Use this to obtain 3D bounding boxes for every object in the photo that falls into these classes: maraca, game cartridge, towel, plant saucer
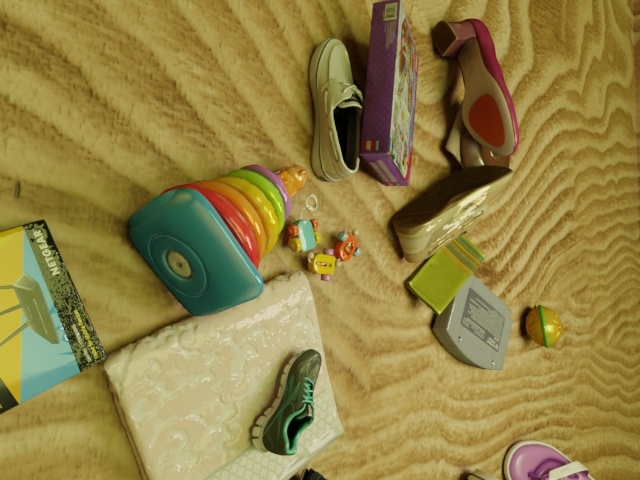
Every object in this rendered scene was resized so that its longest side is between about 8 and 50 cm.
[{"bbox_3d":[0.681,0.259,1.319,0.185,0.099,0.127,-2,86,-66],"label":"maraca"},{"bbox_3d":[0.392,0.213,1.097,0.294,0.060,0.196,36,62,-34],"label":"game cartridge"},{"bbox_3d":[0.298,0.067,1.006,0.102,0.021,0.237,43,54,12],"label":"towel"},{"bbox_3d":[0.432,-0.226,1.101,0.198,0.036,0.199,3,85,-38],"label":"plant saucer"},{"bbox_3d":[-0.114,0.245,0.657,0.331,0.053,0.317,-22,102,-40],"label":"towel"}]

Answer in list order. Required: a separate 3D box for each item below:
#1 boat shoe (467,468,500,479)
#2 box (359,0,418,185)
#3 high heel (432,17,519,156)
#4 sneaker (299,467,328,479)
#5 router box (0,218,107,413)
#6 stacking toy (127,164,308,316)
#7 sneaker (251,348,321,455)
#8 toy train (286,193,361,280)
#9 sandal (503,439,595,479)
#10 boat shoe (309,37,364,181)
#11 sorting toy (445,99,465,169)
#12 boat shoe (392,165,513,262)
[{"bbox_3d":[0.509,0.769,1.092,0.500,0.186,0.156,47,65,-23],"label":"boat shoe"},{"bbox_3d":[0.141,-0.274,0.846,0.201,0.057,0.293,24,70,-66],"label":"box"},{"bbox_3d":[0.420,-0.382,1.050,0.181,0.127,0.377,-14,80,-32],"label":"high heel"},{"bbox_3d":[-0.059,0.432,0.659,0.226,0.086,0.163,40,73,-45],"label":"sneaker"},{"bbox_3d":[-0.339,0.083,0.472,0.133,0.046,0.179,-28,106,-38],"label":"router box"},{"bbox_3d":[-0.103,-0.046,0.630,0.166,0.175,0.302,57,42,-13],"label":"stacking toy"},{"bbox_3d":[-0.031,0.244,0.645,0.065,0.076,0.166,45,60,-33],"label":"sneaker"},{"bbox_3d":[0.000,0.000,0.774,0.166,0.046,0.125,44,60,-34],"label":"toy train"},{"bbox_3d":[0.712,0.698,1.227,0.416,0.102,0.169,29,66,-10],"label":"sandal"},{"bbox_3d":[0.036,-0.243,0.785,0.096,0.088,0.268,10,82,-40],"label":"boat shoe"},{"bbox_3d":[0.400,-0.242,1.131,0.196,0.047,0.348,38,64,-29],"label":"sorting toy"},{"bbox_3d":[0.307,-0.069,0.986,0.341,0.121,0.110,-29,120,-19],"label":"boat shoe"}]
